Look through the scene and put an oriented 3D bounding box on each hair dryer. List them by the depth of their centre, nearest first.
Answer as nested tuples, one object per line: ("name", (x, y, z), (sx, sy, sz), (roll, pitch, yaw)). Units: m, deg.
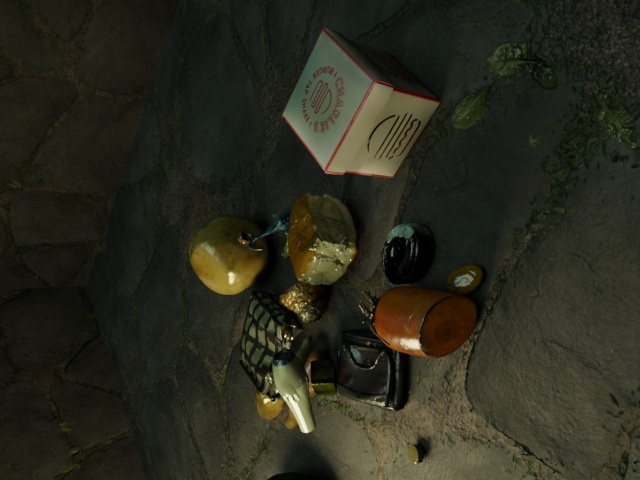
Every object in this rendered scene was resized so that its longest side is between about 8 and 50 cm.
("hair dryer", (-0.058, 0.494, 1.831), (0.118, 0.298, 0.296), (-9, 91, 20))

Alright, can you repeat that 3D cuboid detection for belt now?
("belt", (0.265, 0.038, 1.652), (0.151, 0.078, 0.199), (42, 123, 46))

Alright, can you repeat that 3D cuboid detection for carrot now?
("carrot", (0.260, 0.234, 1.561), (0.331, 0.193, 0.214), (10, 56, 51))

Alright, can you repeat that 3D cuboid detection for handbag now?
("handbag", (0.161, 0.420, 1.769), (0.275, 0.088, 0.245), (0, 86, 51))
("handbag", (-0.196, 0.395, 2.078), (0.327, 0.162, 0.326), (-145, 65, -65))

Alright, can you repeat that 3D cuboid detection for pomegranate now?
("pomegranate", (-0.374, 0.056, 2.225), (0.332, 0.332, 0.333), (-1, 89, 49))

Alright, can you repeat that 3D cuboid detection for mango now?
("mango", (0.406, 0.109, 1.506), (0.114, 0.057, 0.079), (-39, 57, 33))

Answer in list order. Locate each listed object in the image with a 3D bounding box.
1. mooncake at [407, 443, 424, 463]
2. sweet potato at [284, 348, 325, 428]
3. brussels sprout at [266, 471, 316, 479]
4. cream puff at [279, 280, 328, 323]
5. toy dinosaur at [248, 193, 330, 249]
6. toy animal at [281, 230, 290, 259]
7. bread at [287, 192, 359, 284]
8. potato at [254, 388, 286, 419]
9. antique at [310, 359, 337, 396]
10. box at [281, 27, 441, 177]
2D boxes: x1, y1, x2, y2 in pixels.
("mooncake", (0.365, 0.740, 1.543), (0.347, 0.057, 0.150), (62, 144, 25))
("sweet potato", (-0.070, 0.570, 2.018), (0.109, 0.109, 0.386), (43, 120, 41))
("brussels sprout", (-0.106, 0.975, 1.925), (0.354, 0.289, 0.282), (160, 95, -71))
("cream puff", (-0.040, 0.223, 1.967), (0.169, 0.183, 0.183), (51, 130, 5))
("toy dinosaur", (-0.122, -0.087, 2.043), (0.076, 0.362, 0.147), (57, -176, -17))
("toy animal", (-0.078, 0.052, 2.071), (0.181, 0.073, 0.136), (36, 125, 30))
("bread", (0.000, 0.000, 1.851), (0.279, 0.224, 0.250), (-58, 43, 45))
("potato", (-0.202, 0.635, 2.160), (0.137, 0.137, 0.176), (52, 148, 36))
("antique", (0.015, 0.480, 1.851), (0.221, 0.080, 0.081), (80, -171, -61))
("box", (0.119, -0.408, 1.657), (0.312, 0.299, 0.314), (55, 129, 34))
